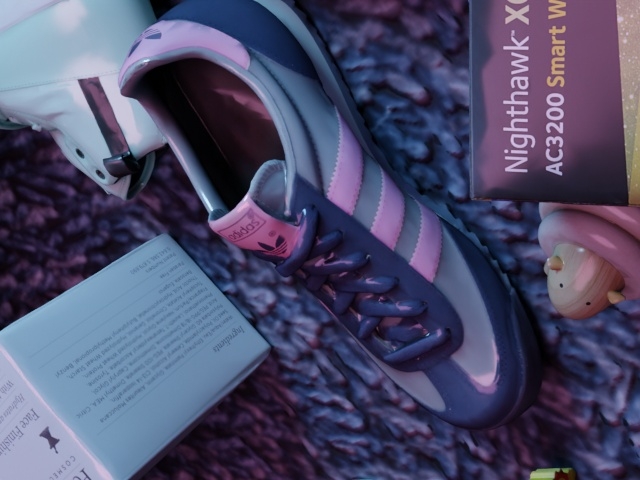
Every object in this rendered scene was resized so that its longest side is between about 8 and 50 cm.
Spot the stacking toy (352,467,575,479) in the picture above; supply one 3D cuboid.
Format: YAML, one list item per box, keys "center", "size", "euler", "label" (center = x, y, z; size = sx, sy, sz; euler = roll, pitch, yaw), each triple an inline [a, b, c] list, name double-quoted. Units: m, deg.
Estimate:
- center: [0.115, 0.254, 0.727]
  size: [0.167, 0.052, 0.221]
  euler: [-12, 106, 33]
  label: "stacking toy"

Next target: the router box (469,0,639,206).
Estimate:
- center: [0.180, -0.165, 0.405]
  size: [0.243, 0.081, 0.309]
  euler: [2, 111, 16]
  label: "router box"

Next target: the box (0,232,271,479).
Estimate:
- center: [-0.161, 0.117, 0.740]
  size: [0.119, 0.182, 0.181]
  euler: [47, 126, 3]
  label: "box"

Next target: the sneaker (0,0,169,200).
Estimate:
- center: [-0.197, -0.078, 0.727]
  size: [0.256, 0.094, 0.151]
  euler: [-19, 105, 36]
  label: "sneaker"

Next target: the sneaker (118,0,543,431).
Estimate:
- center: [0.000, 0.000, 0.626]
  size: [0.319, 0.131, 0.112]
  euler: [51, 126, 0]
  label: "sneaker"

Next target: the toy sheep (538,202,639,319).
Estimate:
- center: [0.156, -0.017, 0.550]
  size: [0.091, 0.132, 0.091]
  euler: [29, 165, 9]
  label: "toy sheep"
